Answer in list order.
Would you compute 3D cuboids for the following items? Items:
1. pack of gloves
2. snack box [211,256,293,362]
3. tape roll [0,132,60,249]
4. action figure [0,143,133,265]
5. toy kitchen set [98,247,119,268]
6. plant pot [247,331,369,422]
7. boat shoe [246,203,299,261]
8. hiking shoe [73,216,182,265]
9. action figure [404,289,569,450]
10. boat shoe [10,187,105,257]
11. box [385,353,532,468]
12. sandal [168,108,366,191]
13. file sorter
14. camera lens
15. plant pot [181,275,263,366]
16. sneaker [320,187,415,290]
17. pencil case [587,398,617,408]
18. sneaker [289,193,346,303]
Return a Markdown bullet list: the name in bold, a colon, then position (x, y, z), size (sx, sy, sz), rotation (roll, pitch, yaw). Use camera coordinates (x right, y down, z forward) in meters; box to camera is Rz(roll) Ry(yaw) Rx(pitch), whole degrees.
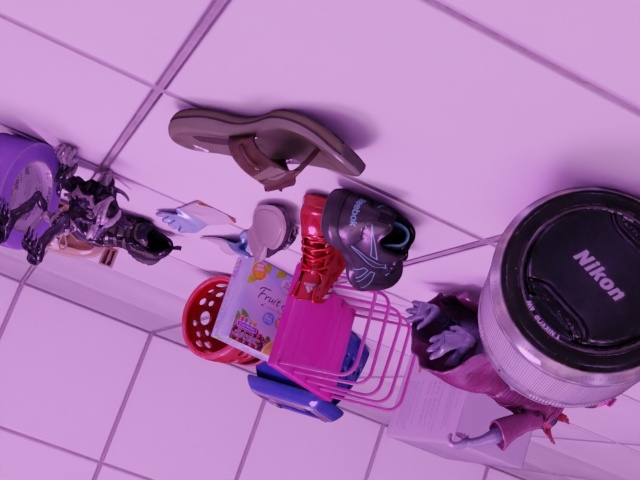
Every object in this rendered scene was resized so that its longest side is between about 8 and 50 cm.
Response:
- **pack of gloves**: position (-0.198, -0.003, 1.862), size (0.195, 0.046, 0.232), rotation (26, 164, -26)
- **snack box**: position (-0.101, 0.151, 2.034), size (0.207, 0.175, 0.070), rotation (32, 158, -36)
- **tape roll**: position (-0.524, -0.084, 1.708), size (0.080, 0.189, 0.189), rotation (16, 165, 14)
- **action figure**: position (-0.409, -0.065, 1.683), size (0.164, 0.275, 0.141), rotation (42, 127, 6)
- **toy kitchen set**: position (-0.443, 0.024, 2.210), size (0.068, 0.075, 0.083), rotation (21, 169, -11)
- **plant pot**: position (-0.038, 0.312, 2.461), size (0.236, 0.212, 0.236), rotation (14, 165, 21)
- **boat shoe**: position (-0.071, -0.020, 1.651), size (0.065, 0.075, 0.206), rotation (-21, 171, -19)
- **hiking shoe**: position (-0.388, -0.024, 1.997), size (0.227, 0.086, 0.114), rotation (23, 152, -35)
- **action figure**: position (0.324, 0.218, 1.731), size (0.370, 0.248, 0.275), rotation (37, 133, -22)
- **boat shoe**: position (-0.579, -0.044, 2.083), size (0.285, 0.105, 0.089), rotation (22, 168, -6)
- **box**: position (0.308, 0.356, 2.170), size (0.168, 0.215, 0.345), rotation (23, 165, -15)
- **sandal**: position (-0.072, -0.103, 1.258), size (0.302, 0.086, 0.120), rotation (8, 162, 37)
- **file sorter**: position (0.060, 0.201, 1.968), size (0.182, 0.202, 0.291), rotation (9, 162, 26)
- **camera lens**: position (0.298, 0.075, 1.165), size (0.219, 0.219, 0.274), rotation (17, 165, 10)
- **plant pot**: position (-0.190, 0.190, 2.278), size (0.191, 0.191, 0.174), rotation (8, 169, 38)
- **sneaker**: position (0.086, 0.015, 1.457), size (0.106, 0.101, 0.267), rotation (10, 163, 24)
- **pencil case**: position (0.468, 0.235, 1.781), size (0.098, 0.095, 0.209), rotation (47, -177, 33)
- **sneaker**: position (0.001, 0.026, 1.530), size (0.087, 0.128, 0.221), rotation (14, 159, 19)
